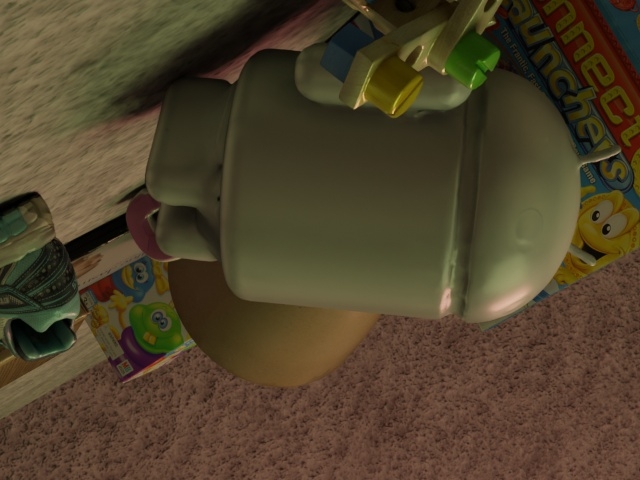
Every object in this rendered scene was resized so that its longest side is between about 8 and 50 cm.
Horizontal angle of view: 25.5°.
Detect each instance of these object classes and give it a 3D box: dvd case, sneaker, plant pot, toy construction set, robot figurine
[{"bbox_3d":[-0.248,0.012,1.665,0.180,0.022,0.253,-30,176,-24],"label":"dvd case"},{"bbox_3d":[-0.089,-0.066,1.472,0.236,0.095,0.104,-27,-176,20],"label":"sneaker"},{"bbox_3d":[-0.283,0.062,1.290,0.110,0.122,0.283,-29,176,-22],"label":"sneaker"},{"bbox_3d":[0.000,0.000,1.573,0.256,0.256,0.274,-28,173,-36],"label":"plant pot"},{"bbox_3d":[0.103,-0.187,0.881,0.215,0.151,0.328,-58,176,16],"label":"toy construction set"},{"bbox_3d":[0.047,-0.043,1.104,0.354,0.199,0.300,6,148,4],"label":"robot figurine"}]

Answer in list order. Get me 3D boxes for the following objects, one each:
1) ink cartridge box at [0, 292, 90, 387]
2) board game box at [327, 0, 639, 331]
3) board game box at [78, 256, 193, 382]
[{"bbox_3d":[-0.370,0.115,1.542,0.193,0.088,0.235,-31,176,-23],"label":"ink cartridge box"},{"bbox_3d":[0.178,-0.115,1.209,0.086,0.308,0.302,-26,173,-39],"label":"board game box"},{"bbox_3d":[-0.169,0.055,1.904,0.275,0.144,0.142,-33,175,21],"label":"board game box"}]
